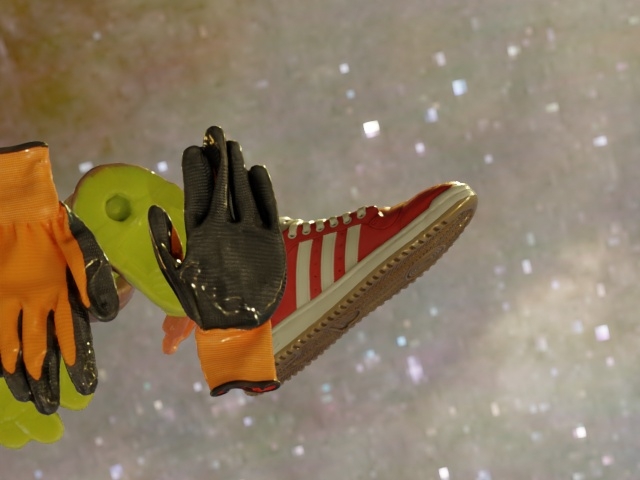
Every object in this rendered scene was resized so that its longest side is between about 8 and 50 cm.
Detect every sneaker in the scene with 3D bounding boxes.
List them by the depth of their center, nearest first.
[{"bbox_3d":[0.000,0.000,0.665,0.118,0.067,0.042,-39,159,9],"label":"sneaker"}]

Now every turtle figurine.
[{"bbox_3d":[-0.111,0.028,0.673,0.269,0.087,0.217,-30,-179,-24],"label":"turtle figurine"}]

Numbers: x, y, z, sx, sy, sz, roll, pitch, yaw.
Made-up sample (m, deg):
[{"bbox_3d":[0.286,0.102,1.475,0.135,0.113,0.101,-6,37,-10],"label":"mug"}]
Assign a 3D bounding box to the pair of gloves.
[{"bbox_3d":[-0.050,0.006,0.448,0.083,0.074,0.010,-5,163,-12],"label":"pair of gloves"}]
